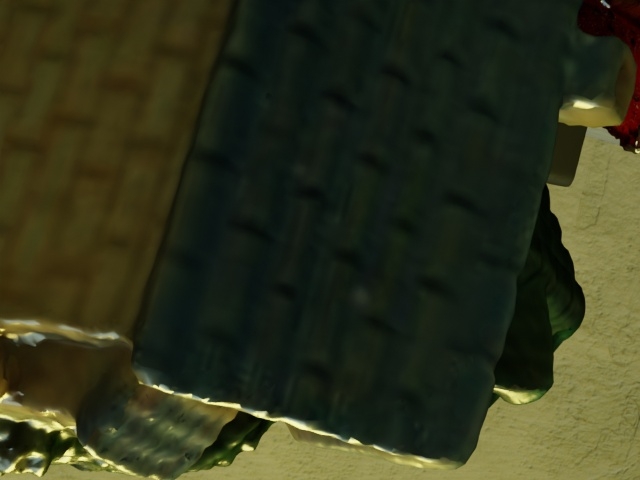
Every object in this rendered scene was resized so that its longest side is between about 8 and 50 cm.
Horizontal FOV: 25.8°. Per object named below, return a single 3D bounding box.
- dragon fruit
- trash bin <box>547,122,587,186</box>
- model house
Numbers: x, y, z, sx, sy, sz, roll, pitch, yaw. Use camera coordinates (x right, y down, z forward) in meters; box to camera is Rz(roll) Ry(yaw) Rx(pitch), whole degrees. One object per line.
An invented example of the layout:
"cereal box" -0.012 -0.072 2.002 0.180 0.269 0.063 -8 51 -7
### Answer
"dragon fruit" 0.217 -0.154 0.953 0.127 0.120 0.161 -30 -120 -25
"trash bin" 0.206 -0.164 1.705 0.225 0.165 0.115 13 -176 -6
"model house" 0.000 0.000 0.919 0.400 0.395 0.445 6 163 23
